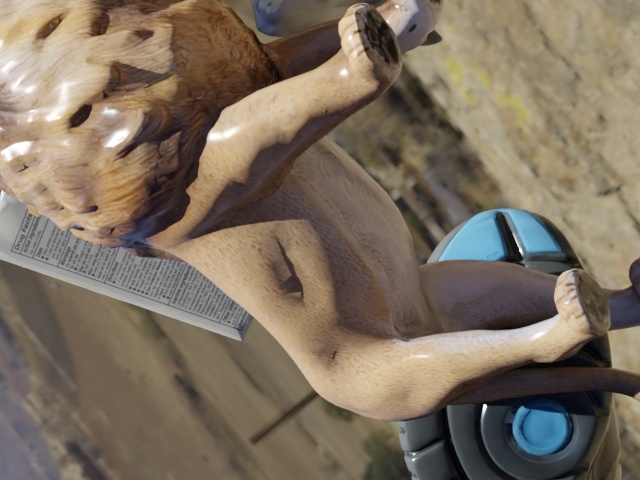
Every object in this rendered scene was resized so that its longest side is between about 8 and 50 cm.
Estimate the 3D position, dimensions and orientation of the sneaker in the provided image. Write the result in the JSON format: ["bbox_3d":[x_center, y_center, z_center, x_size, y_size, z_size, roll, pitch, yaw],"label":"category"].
[{"bbox_3d":[0.124,0.144,0.836,0.139,0.125,0.340,-41,-55,-73],"label":"sneaker"}]

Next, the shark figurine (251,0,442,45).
[{"bbox_3d":[0.068,-0.178,0.798,0.116,0.278,0.166,60,166,-19],"label":"shark figurine"}]

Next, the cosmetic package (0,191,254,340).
[{"bbox_3d":[-0.192,-0.025,1.466,0.296,0.153,0.129,21,-158,-15],"label":"cosmetic package"}]

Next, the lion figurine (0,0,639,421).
[{"bbox_3d":[0.000,0.000,0.681,0.240,0.142,0.392,-27,114,32],"label":"lion figurine"}]
